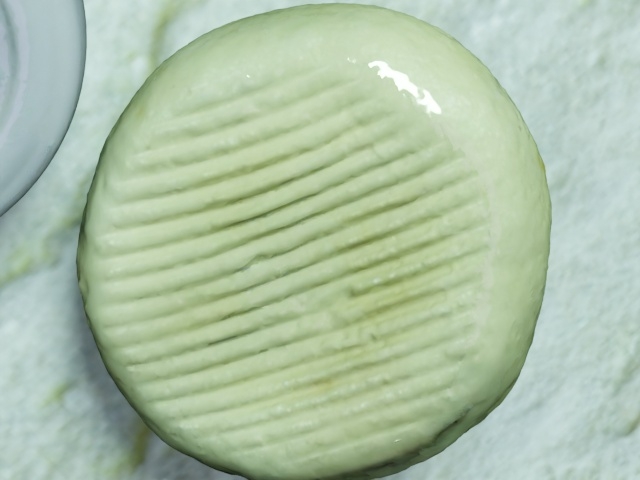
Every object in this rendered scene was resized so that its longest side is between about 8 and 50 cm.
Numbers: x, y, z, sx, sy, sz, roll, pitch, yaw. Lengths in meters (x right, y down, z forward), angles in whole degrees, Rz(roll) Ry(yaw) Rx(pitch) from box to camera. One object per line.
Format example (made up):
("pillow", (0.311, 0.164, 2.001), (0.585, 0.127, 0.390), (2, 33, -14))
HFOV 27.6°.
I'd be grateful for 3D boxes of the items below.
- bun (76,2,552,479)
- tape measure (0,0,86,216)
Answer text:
("bun", (0.000, 0.000, 0.580), (0.222, 0.127, 0.222), (4, 112, 9))
("tape measure", (-0.179, -0.079, 0.482), (0.178, 0.105, 0.196), (-36, 118, -4))
